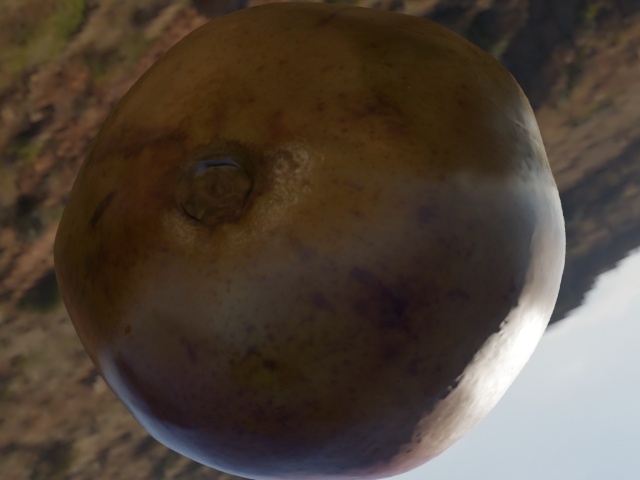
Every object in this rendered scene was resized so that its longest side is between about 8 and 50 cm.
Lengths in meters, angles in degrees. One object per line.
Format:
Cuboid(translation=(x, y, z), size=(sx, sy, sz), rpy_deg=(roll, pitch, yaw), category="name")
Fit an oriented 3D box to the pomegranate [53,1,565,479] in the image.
Cuboid(translation=(0.000, 0.000, 0.868), size=(0.264, 0.264, 0.264), rpy_deg=(-23, 176, -2), category="pomegranate")
